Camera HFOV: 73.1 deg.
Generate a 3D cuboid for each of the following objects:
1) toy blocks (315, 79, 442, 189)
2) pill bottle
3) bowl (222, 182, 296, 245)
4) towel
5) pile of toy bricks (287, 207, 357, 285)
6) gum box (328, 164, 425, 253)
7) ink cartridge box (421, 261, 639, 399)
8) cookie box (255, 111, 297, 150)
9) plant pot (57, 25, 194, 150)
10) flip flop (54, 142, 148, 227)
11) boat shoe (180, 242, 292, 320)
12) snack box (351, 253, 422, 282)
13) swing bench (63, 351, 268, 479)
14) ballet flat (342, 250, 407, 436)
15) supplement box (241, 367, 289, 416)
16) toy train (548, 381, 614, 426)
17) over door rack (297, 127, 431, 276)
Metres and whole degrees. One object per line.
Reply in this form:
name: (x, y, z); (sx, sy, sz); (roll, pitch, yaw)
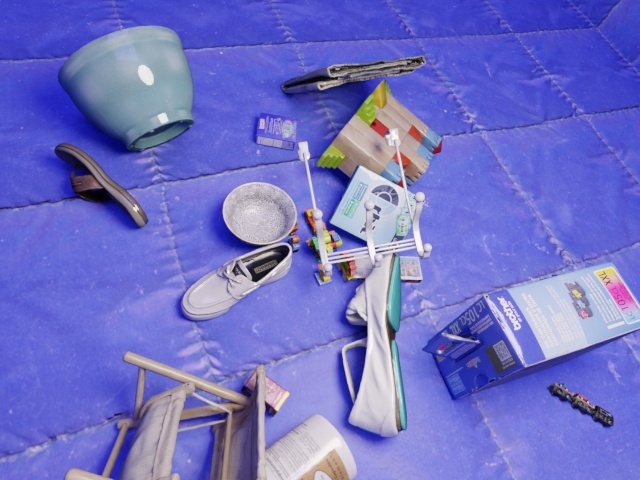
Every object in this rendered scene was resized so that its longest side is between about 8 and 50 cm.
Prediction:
toy blocks: (0.189, -0.253, 1.190); (0.261, 0.191, 0.381); (39, 49, -5)
pill bottle: (-0.062, 0.417, 0.735); (0.229, 0.131, 0.131); (-28, 70, -27)
bowl: (-0.146, -0.047, 1.022); (0.170, 0.080, 0.170); (6, 59, -11)
towel: (0.084, -0.464, 1.236); (0.312, 0.324, 0.056); (-15, 107, -22)
pile of toy bricks: (0.000, 0.000, 1.015); (0.118, 0.105, 0.212); (-17, 65, -23)
gum box: (0.137, -0.073, 1.064); (0.184, 0.041, 0.157); (27, 97, -9)
ink cartridge box: (0.416, 0.200, 0.903); (0.395, 0.270, 0.151); (-11, 62, -20)
cookie box: (-0.122, -0.305, 1.206); (0.107, 0.040, 0.091); (9, 58, -9)
plant pot: (-0.425, -0.336, 1.031); (0.293, 0.293, 0.196); (-30, 97, -27)
flip flop: (-0.504, -0.116, 0.970); (0.277, 0.112, 0.080); (42, 73, 6)
boat shoe: (-0.174, 0.081, 0.934); (0.267, 0.088, 0.096); (-22, 68, -25)
snack box: (0.162, 0.069, 1.064); (0.178, 0.022, 0.064); (3, 60, -12)
swing bench: (-0.214, 0.325, 0.670); (0.255, 0.165, 0.253); (10, 19, -11)
ballet flat: (0.110, 0.200, 0.921); (0.139, 0.139, 0.400); (9, 59, -9)
supplement box: (-0.108, 0.296, 0.842); (0.083, 0.055, 0.043); (35, 56, 7)
toy train: (0.598, 0.371, 0.991); (0.158, 0.027, 0.036); (31, 54, 5)
over door rack: (0.089, -0.100, 0.942); (0.240, 0.108, 0.324); (-10, 73, -6)
